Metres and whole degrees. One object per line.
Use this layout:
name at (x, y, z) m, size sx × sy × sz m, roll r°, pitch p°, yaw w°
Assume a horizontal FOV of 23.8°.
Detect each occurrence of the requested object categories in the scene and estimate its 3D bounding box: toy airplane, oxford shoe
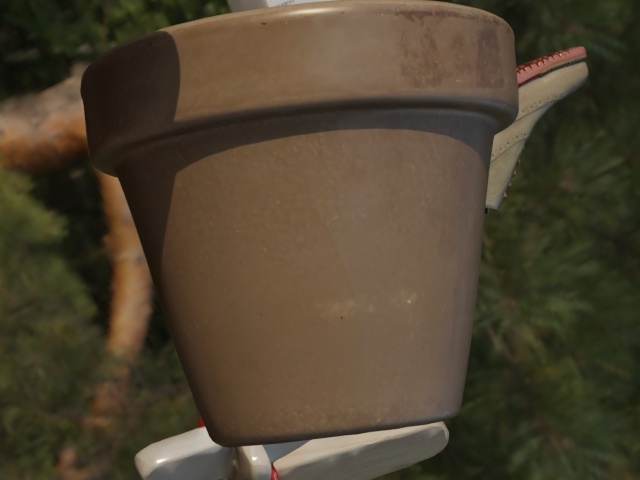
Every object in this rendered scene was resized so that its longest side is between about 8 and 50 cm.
toy airplane at (-0.103, 0.262, 1.486) m, size 0.386 × 0.384 × 0.272 m, roll 32°, pitch 7°, yaw -36°
oxford shoe at (0.180, -0.099, 1.722) m, size 0.130 × 0.348 × 0.123 m, roll 57°, pitch -14°, yaw -4°

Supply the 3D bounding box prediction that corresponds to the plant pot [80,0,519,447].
plant pot at (0.000, 0.000, 0.897) m, size 0.263 × 0.263 × 0.229 m, roll 84°, pitch -2°, yaw -84°

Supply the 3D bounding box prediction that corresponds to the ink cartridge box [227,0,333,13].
ink cartridge box at (-0.035, -0.257, 1.399) m, size 0.063 × 0.109 × 0.150 m, roll -7°, pitch -73°, yaw 56°
